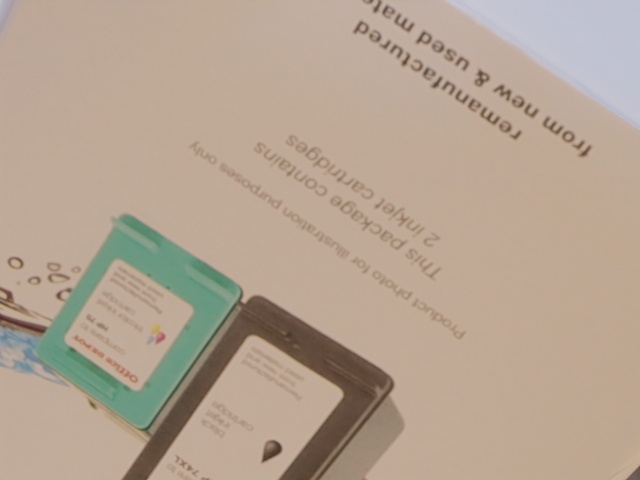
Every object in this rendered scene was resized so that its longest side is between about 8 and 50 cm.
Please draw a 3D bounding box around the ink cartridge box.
[{"bbox_3d":[0.000,0.000,0.459,0.270,0.197,0.198,-56,0,34],"label":"ink cartridge box"}]
